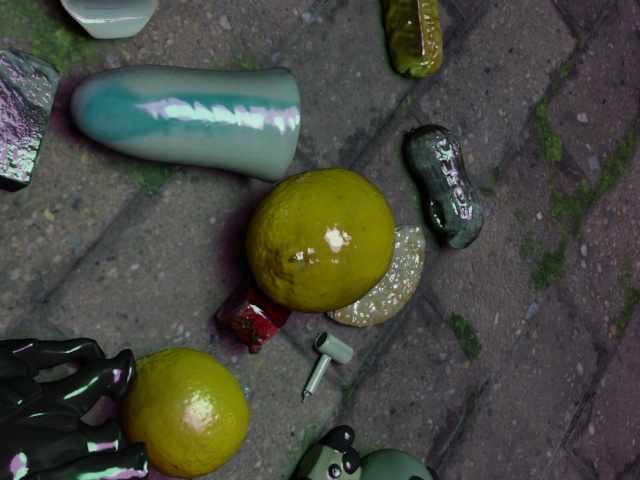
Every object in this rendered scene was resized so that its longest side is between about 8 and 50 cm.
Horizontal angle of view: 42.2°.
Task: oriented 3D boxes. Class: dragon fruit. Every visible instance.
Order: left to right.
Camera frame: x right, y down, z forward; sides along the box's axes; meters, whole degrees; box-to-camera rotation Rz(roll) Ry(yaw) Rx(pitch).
[{"bbox_3d":[-0.110,0.126,1.322,0.102,0.147,0.096,40,104,-3],"label":"dragon fruit"}]

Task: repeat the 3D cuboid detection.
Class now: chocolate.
[{"bbox_3d":[0.237,-0.104,1.558,0.110,0.110,0.248,-25,100,-32],"label":"chocolate"}]

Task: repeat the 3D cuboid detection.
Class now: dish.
[{"bbox_3d":[-0.336,-0.414,1.241,0.154,0.064,0.234,-12,91,-33],"label":"dish"}]

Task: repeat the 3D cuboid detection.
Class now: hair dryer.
[{"bbox_3d":[0.004,0.223,1.419,0.063,0.038,0.124,35,73,-26],"label":"hair dryer"}]

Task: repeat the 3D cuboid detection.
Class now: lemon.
[{"bbox_3d":[-0.199,0.246,1.199,0.203,0.178,0.178,51,62,-17],"label":"lemon"},{"bbox_3d":[0.002,-0.001,1.319,0.263,0.236,0.235,3,84,-42],"label":"lemon"}]

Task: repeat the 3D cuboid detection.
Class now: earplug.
[{"bbox_3d":[-0.212,-0.191,1.250,0.324,0.185,0.185,3,83,-26],"label":"earplug"}]

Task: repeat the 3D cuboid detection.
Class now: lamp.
[{"bbox_3d":[0.081,0.425,1.367,0.244,0.198,0.197,37,67,-15],"label":"lamp"}]

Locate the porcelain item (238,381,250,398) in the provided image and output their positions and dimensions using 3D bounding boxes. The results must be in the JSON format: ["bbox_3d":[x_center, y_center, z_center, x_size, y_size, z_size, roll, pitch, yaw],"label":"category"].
[{"bbox_3d":[-0.147,0.243,1.321,0.083,0.028,0.036,9,97,-33],"label":"porcelain item"}]

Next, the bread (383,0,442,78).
[{"bbox_3d":[0.171,-0.436,1.559,0.098,0.087,0.269,-6,88,-34],"label":"bread"}]

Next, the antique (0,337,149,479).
[{"bbox_3d":[-0.368,0.265,1.066,0.255,0.185,0.322,6,53,-28],"label":"antique"}]

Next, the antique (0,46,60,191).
[{"bbox_3d":[-0.429,-0.168,1.143,0.088,0.086,0.183,20,74,-31],"label":"antique"}]

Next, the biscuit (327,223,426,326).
[{"bbox_3d":[0.096,0.049,1.491,0.265,0.040,0.188,-38,106,-31],"label":"biscuit"}]
